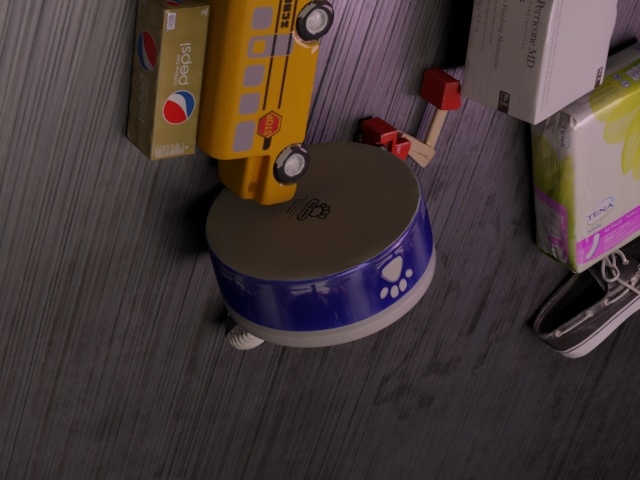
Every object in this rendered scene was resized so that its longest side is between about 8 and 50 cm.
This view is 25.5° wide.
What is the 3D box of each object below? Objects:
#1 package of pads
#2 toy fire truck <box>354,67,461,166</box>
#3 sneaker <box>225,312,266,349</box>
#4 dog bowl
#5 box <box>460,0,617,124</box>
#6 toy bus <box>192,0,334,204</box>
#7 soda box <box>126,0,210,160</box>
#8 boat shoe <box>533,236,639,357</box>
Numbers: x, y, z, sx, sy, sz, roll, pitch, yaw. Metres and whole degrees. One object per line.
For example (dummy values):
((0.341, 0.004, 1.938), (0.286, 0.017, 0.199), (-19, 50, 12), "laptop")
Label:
((0.413, -0.119, 2.059), (0.229, 0.101, 0.297), (-29, 133, -23), "package of pads")
((0.109, -0.121, 1.846), (0.135, 0.047, 0.192), (-17, 129, -32), "toy fire truck")
((-0.007, 0.095, 1.866), (0.235, 0.094, 0.153), (-44, 129, -20), "sneaker")
((0.000, 0.000, 1.681), (0.265, 0.265, 0.104), (-31, 132, -19), "dog bowl")
((0.283, -0.271, 1.800), (0.182, 0.119, 0.181), (-31, 136, -43), "box")
((-0.075, -0.203, 1.590), (0.130, 0.108, 0.333), (-11, 125, -34), "toy bus")
((-0.169, -0.183, 1.561), (0.058, 0.061, 0.181), (-12, 125, -34), "soda box")
((0.454, 0.050, 2.206), (0.306, 0.113, 0.105), (-44, 133, 16), "boat shoe")
